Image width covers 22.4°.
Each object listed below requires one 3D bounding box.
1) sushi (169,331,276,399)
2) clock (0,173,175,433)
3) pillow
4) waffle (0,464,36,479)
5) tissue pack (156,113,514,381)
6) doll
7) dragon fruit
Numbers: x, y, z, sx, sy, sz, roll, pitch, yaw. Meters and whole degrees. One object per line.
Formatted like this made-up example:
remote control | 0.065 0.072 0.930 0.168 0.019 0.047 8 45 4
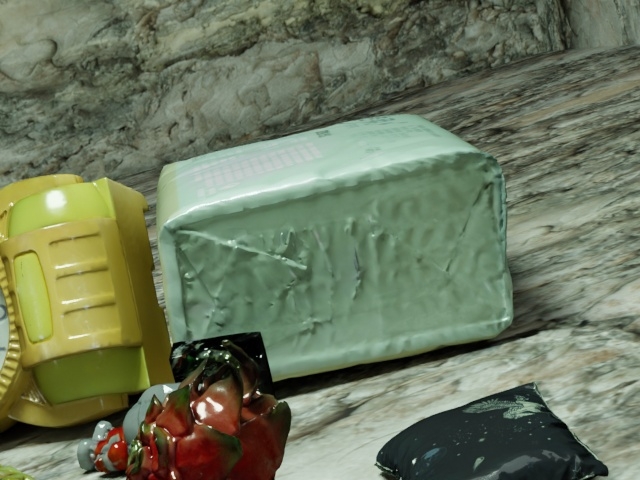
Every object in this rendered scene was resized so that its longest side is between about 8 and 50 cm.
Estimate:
sushi | -0.084 0.129 1.446 0.083 0.085 0.056 -14 12 0
clock | -0.320 0.082 1.620 0.317 0.244 0.200 -16 -11 16
pillow | 0.117 0.154 1.154 0.141 0.055 0.208 -23 10 -4
waffle | -0.310 0.230 1.280 0.207 0.054 0.214 -24 12 -27
tissue pack | 0.000 0.000 1.682 0.331 0.205 0.405 -10 9 -3
doll | -0.143 0.163 1.389 0.180 0.079 0.094 -21 18 42
dragon fruit | -0.084 0.156 1.199 0.142 0.121 0.130 -49 32 -13
